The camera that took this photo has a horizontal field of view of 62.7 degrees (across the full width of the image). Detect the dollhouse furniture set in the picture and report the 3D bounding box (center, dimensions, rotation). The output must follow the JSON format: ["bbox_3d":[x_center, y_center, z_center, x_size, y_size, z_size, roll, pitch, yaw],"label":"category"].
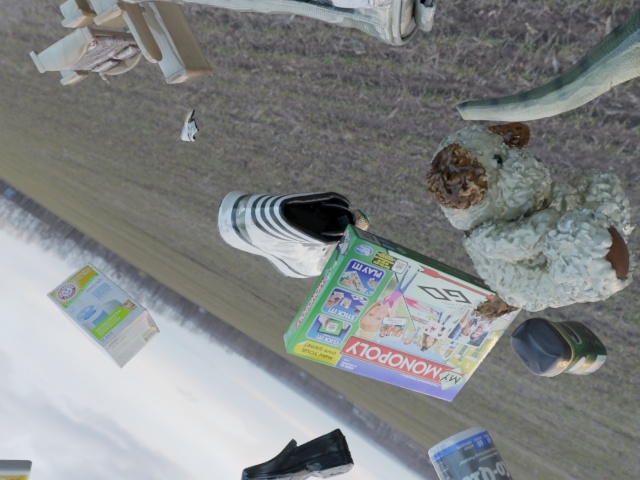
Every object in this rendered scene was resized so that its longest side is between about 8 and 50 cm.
[{"bbox_3d":[-0.417,-0.325,1.013,0.174,0.355,0.303,64,-160,-11],"label":"dollhouse furniture set"}]

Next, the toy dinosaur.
[{"bbox_3d":[0.211,-0.111,0.280,0.064,0.268,0.118,3,-123,-49],"label":"toy dinosaur"}]

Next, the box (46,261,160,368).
[{"bbox_3d":[-0.460,0.156,1.115,0.203,0.114,0.103,32,150,25],"label":"box"}]

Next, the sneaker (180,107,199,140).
[{"bbox_3d":[-0.297,-0.268,1.214,0.036,0.032,0.083,12,128,-17],"label":"sneaker"}]

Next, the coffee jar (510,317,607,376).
[{"bbox_3d":[0.411,0.185,0.909,0.184,0.079,0.096,12,-147,-40],"label":"coffee jar"}]

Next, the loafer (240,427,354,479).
[{"bbox_3d":[-0.038,0.331,0.792,0.062,0.169,0.061,90,169,-50],"label":"loafer"}]

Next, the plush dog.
[{"bbox_3d":[0.220,-0.036,0.624,0.210,0.262,0.225,-37,87,37],"label":"plush dog"}]

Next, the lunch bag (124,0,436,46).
[{"bbox_3d":[-0.027,-0.293,0.403,0.305,0.256,0.212,16,177,20],"label":"lunch bag"}]

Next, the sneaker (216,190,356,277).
[{"bbox_3d":[0.000,0.001,1.222,0.257,0.169,0.447,2,169,36],"label":"sneaker"}]

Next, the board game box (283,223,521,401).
[{"bbox_3d":[0.131,0.125,0.818,0.317,0.214,0.046,21,-159,-22],"label":"board game box"}]

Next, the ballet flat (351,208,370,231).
[{"bbox_3d":[0.075,-0.032,1.266,0.073,0.067,0.206,48,177,9],"label":"ballet flat"}]

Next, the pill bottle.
[{"bbox_3d":[0.189,0.295,0.609,0.137,0.078,0.078,65,-179,29],"label":"pill bottle"}]

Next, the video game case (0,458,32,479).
[{"bbox_3d":[-0.491,0.355,0.632,0.226,0.207,0.026,12,-168,-23],"label":"video game case"}]
